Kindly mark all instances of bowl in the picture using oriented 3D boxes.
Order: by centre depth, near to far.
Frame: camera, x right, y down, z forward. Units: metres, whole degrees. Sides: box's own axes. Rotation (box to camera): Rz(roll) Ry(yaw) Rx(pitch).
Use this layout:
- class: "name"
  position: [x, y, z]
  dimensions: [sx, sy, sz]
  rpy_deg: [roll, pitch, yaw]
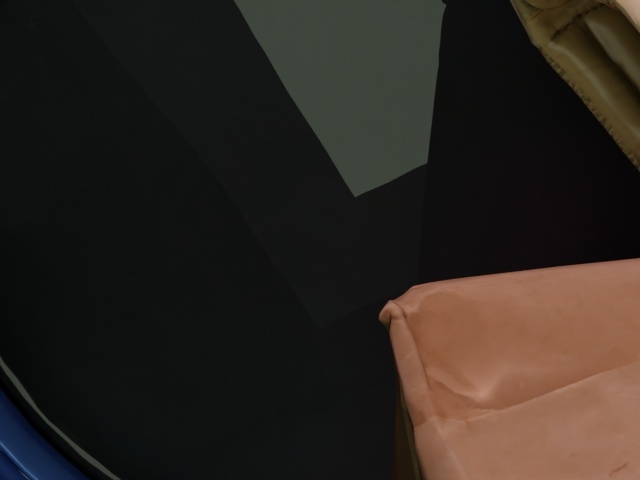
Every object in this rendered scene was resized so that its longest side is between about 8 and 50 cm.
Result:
- class: "bowl"
  position: [0.000, 0.000, 0.557]
  dimensions: [0.391, 0.077, 0.391]
  rpy_deg: [3, 113, 7]

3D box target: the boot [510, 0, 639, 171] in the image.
- class: "boot"
  position: [0.127, -0.142, 0.405]
  dimensions: [0.203, 0.095, 0.262]
  rpy_deg: [-31, 102, -4]

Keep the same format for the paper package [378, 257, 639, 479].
- class: "paper package"
  position: [0.182, 0.145, 0.447]
  dimensions: [0.325, 0.168, 0.309]
  rpy_deg: [-7, 139, -8]
